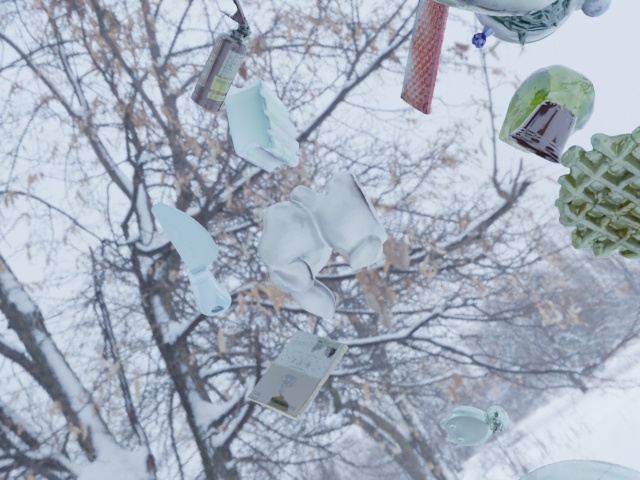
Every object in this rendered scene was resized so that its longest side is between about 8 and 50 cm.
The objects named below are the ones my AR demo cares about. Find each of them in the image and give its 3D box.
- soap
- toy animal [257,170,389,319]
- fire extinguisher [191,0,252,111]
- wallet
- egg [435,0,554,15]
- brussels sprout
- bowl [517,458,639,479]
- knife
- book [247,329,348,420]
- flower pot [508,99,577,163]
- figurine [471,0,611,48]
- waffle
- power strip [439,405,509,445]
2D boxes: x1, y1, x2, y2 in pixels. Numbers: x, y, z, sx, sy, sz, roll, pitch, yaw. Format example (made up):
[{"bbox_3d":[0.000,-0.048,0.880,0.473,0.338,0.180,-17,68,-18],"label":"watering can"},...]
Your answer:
[{"bbox_3d":[-0.160,-0.326,1.710,0.114,0.208,0.347,-12,-5,11],"label":"soap"},{"bbox_3d":[0.006,0.000,0.861,0.193,0.179,0.127,-37,-33,4],"label":"toy animal"},{"bbox_3d":[-0.230,-0.430,1.323,0.252,0.106,0.075,-60,11,23],"label":"fire extinguisher"},{"bbox_3d":[0.175,-0.318,0.962,0.020,0.103,0.197,-3,-59,-18],"label":"wallet"},{"bbox_3d":[0.148,-0.411,0.644,0.337,0.337,0.201,-30,20,-15],"label":"egg"},{"bbox_3d":[0.628,-0.360,1.612,0.271,0.210,0.219,-50,2,8],"label":"brussels sprout"},{"bbox_3d":[0.502,0.640,1.030,0.435,0.435,0.196,-47,-18,24],"label":"bowl"},{"bbox_3d":[-0.226,0.037,1.079,0.080,0.044,0.331,-19,-39,-8],"label":"knife"},{"bbox_3d":[-0.047,0.279,1.228,0.199,0.138,0.016,-50,-46,-33],"label":"book"},{"bbox_3d":[0.424,-0.208,1.078,0.089,0.111,0.111,-59,-27,10],"label":"flower pot"},{"bbox_3d":[0.423,-0.491,1.054,0.382,0.261,0.186,-38,-37,-21],"label":"figurine"},{"bbox_3d":[0.566,-0.073,0.989,0.056,0.309,0.292,-66,-34,-39],"label":"waffle"},{"bbox_3d":[0.181,0.221,0.681,0.083,0.055,0.035,-27,9,31],"label":"power strip"}]
